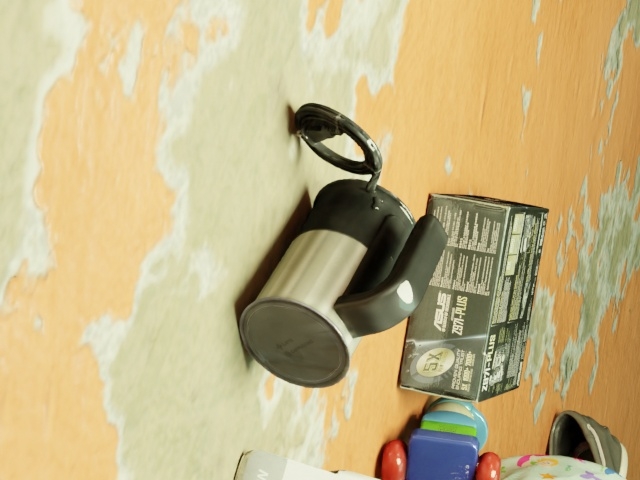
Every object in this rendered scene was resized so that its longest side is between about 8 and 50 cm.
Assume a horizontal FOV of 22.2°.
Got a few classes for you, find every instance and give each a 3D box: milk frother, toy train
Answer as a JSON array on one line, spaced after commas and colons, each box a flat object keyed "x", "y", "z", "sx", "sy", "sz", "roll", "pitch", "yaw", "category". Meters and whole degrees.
[{"x": 0.000, "y": 0.000, "z": 1.126, "sx": 0.143, "sy": 0.129, "sz": 0.135, "roll": 44, "pitch": 46, "yaw": -13, "category": "milk frother"}, {"x": 0.110, "y": 0.276, "z": 1.527, "sx": 0.143, "sy": 0.105, "sz": 0.248, "roll": -58, "pitch": 153, "yaw": -71, "category": "toy train"}]

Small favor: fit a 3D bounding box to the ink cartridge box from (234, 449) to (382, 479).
[{"x": 0.019, "y": 0.335, "z": 1.201, "sx": 0.130, "sy": 0.272, "sz": 0.309, "roll": 139, "pitch": -31, "yaw": -73, "category": "ink cartridge box"}]

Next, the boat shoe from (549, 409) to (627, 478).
[{"x": 0.318, "y": 0.355, "z": 2.009, "sx": 0.095, "sy": 0.112, "sz": 0.335, "roll": 42, "pitch": 36, "yaw": -27, "category": "boat shoe"}]

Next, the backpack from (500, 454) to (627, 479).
[{"x": 0.233, "y": 0.357, "z": 1.694, "sx": 0.191, "sy": 0.225, "sz": 0.253, "roll": -26, "pitch": 121, "yaw": -70, "category": "backpack"}]

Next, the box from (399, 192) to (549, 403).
[{"x": 0.144, "y": 0.051, "z": 1.511, "sx": 0.147, "sy": 0.077, "sz": 0.180, "roll": -4, "pitch": 103, "yaw": -68, "category": "box"}]
